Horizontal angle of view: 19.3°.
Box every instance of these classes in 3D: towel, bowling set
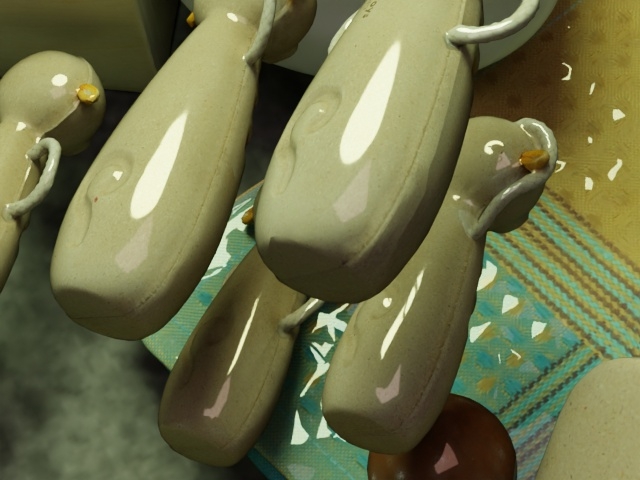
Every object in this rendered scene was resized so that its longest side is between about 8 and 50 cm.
[{"bbox_3d":[0.143,0.012,0.750,0.370,0.040,0.271,-38,71,-14],"label":"towel"},{"bbox_3d":[0.000,0.000,0.670,0.287,0.200,0.154,-6,51,46],"label":"bowling set"}]

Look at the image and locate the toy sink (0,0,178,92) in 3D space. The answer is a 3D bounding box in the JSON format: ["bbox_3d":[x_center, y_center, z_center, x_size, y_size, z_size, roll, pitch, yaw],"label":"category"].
[{"bbox_3d":[-0.127,-0.196,0.794,0.153,0.131,0.234,6,73,4],"label":"toy sink"}]

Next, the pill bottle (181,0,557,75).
[{"bbox_3d":[0.032,-0.220,0.771,0.161,0.161,0.283,7,59,5],"label":"pill bottle"}]

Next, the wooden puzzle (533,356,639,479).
[{"bbox_3d":[0.194,0.242,0.603,0.348,0.080,0.322,20,84,15],"label":"wooden puzzle"}]
